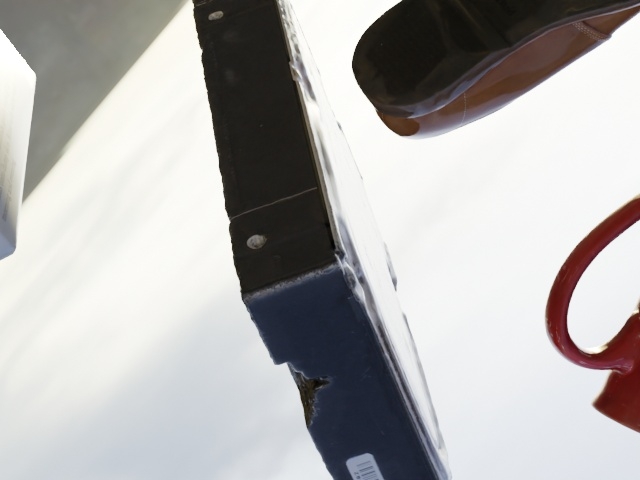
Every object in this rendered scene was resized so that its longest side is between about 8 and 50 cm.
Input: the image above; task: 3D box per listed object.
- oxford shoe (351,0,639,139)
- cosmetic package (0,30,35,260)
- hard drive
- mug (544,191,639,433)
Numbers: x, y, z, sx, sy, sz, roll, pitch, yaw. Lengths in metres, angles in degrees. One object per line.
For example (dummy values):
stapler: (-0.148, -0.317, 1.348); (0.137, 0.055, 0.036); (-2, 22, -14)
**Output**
oxford shoe: (0.117, -0.120, 0.816); (0.212, 0.076, 0.076); (-28, 153, 3)
cosmetic package: (-0.305, -0.142, 0.797); (0.155, 0.365, 0.197); (-27, -148, 13)
hard drive: (0.000, 0.000, 0.990); (0.064, 0.237, 0.339); (-20, -143, 4)
mug: (0.212, 0.025, 0.841); (0.113, 0.150, 0.169); (24, -84, 49)
